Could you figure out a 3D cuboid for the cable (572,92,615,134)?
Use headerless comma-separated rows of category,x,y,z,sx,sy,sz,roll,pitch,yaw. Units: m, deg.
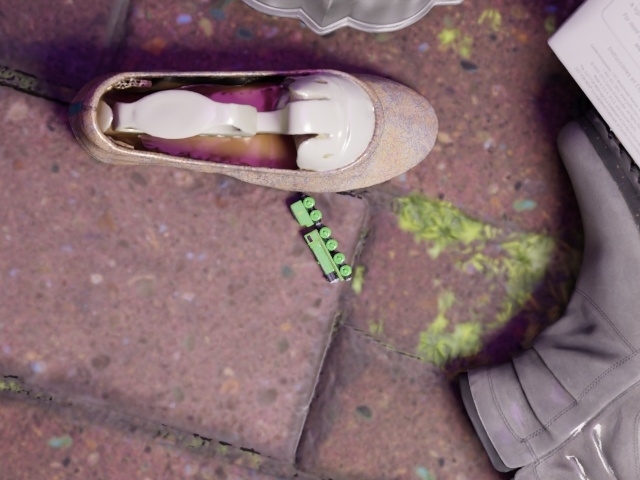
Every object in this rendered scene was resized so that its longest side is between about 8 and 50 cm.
cable,0.298,-0.072,1.491,0.151,0.047,0.184,-6,87,-6

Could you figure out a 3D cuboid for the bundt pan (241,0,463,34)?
bundt pan,0.029,-0.340,1.408,0.331,0.124,0.330,0,87,-5

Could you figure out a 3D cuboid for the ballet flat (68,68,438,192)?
ballet flat,-0.052,-0.095,1.430,0.316,0.106,0.107,-2,86,-6

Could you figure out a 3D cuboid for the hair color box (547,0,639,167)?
hair color box,0.358,-0.208,1.336,0.347,0.105,0.174,-47,67,35

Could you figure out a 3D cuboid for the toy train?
toy train,0.000,0.000,1.473,0.024,0.017,0.083,-28,89,3

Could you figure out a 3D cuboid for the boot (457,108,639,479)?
boot,0.208,0.078,1.426,0.223,0.118,0.338,-24,78,16
